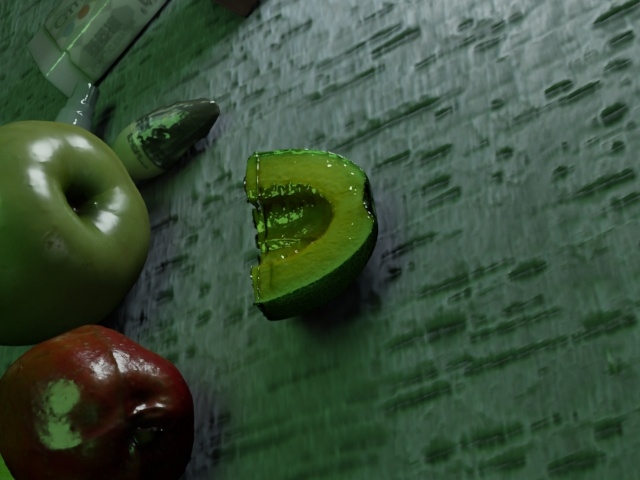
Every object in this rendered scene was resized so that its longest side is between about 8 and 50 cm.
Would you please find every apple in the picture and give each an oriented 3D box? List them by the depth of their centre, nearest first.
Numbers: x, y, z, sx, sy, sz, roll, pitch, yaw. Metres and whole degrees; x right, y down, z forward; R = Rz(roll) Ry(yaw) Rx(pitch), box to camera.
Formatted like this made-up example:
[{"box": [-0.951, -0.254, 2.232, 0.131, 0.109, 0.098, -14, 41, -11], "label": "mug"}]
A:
[{"box": [-0.446, -0.002, 1.747, 0.357, 0.357, 0.357, -24, 48, 30], "label": "apple"}]

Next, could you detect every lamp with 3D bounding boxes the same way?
[{"box": [-0.267, -0.161, 1.878, 0.250, 0.101, 0.101, -30, 45, 19], "label": "lamp"}]

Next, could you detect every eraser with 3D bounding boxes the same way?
[{"box": [-0.399, -0.469, 2.228, 0.397, 0.082, 0.213, -49, 40, 6], "label": "eraser"}]

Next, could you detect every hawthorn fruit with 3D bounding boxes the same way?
[{"box": [-0.275, 0.229, 1.478, 0.300, 0.254, 0.254, -16, 51, 55], "label": "hawthorn fruit"}]

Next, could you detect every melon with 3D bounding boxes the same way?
[{"box": [0.000, 0.000, 1.498, 0.169, 0.129, 0.265, -14, 47, 9], "label": "melon"}]

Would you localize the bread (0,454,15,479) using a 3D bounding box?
[{"box": [-0.443, 0.365, 1.712, 0.301, 0.045, 0.301, -23, 48, 28], "label": "bread"}]

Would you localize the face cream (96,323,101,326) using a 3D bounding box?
[{"box": [-0.353, 0.152, 1.793, 0.040, 0.021, 0.083, -50, 40, 3], "label": "face cream"}]

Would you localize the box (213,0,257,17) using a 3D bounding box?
[{"box": [-0.206, -0.499, 1.970, 0.086, 0.215, 0.215, -52, 39, 23], "label": "box"}]

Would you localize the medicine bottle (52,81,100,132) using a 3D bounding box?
[{"box": [-0.470, -0.122, 2.030, 0.110, 0.110, 0.352, -5, 60, 42], "label": "medicine bottle"}]
